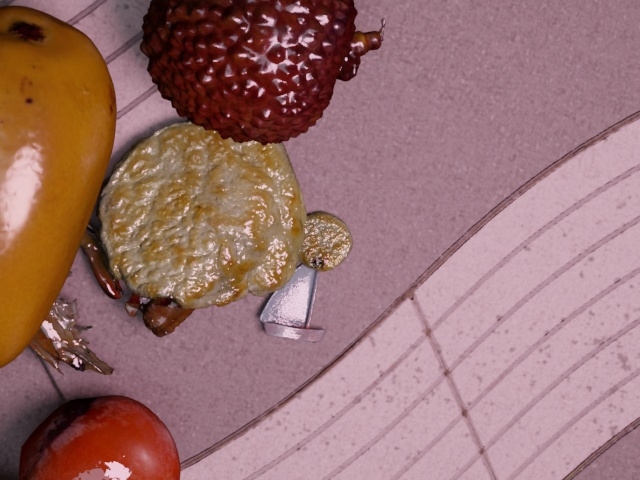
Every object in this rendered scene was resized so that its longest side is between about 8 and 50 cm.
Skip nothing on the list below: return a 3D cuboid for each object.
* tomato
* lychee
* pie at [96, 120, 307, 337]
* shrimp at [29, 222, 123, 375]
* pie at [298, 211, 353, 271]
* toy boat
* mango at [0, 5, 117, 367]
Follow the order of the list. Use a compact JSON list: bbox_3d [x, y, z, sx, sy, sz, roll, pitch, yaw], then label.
[{"bbox_3d":[-0.294,0.299,1.653,0.208,0.208,0.184,-43,112,3],"label":"tomato"},{"bbox_3d":[-0.069,-0.246,1.535,0.300,0.264,0.264,1,102,-5],"label":"lychee"},{"bbox_3d":[-0.157,-0.029,1.654,0.274,0.105,0.257,-21,95,-3],"label":"pie"},{"bbox_3d":[-0.340,0.064,1.679,0.173,0.058,0.253,-46,100,-5],"label":"shrimp"},{"bbox_3d":[0.000,0.000,1.712,0.085,0.017,0.085,0,83,-2],"label":"pie"},{"bbox_3d":[-0.031,0.075,1.732,0.096,0.034,0.122,9,92,-15],"label":"toy boat"},{"bbox_3d":[-0.383,-0.057,1.511,0.232,0.300,0.445,14,96,-3],"label":"mango"}]
